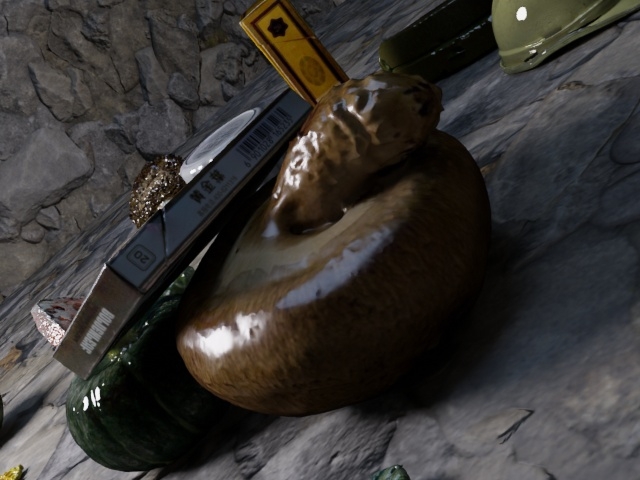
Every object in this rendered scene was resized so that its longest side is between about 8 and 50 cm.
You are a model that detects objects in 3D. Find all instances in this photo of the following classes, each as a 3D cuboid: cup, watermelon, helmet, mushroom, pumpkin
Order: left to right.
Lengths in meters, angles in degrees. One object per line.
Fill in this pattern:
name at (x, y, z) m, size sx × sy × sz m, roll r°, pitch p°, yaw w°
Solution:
watermelon at (-0.462, 0.151, 1.568) m, size 0.187 × 0.139 × 0.071 m, roll -79°, pitch 10°, yaw -65°
pumpkin at (-0.181, 0.148, 0.918) m, size 0.211 × 0.152 × 0.212 m, roll -32°, pitch 33°, yaw 24°
cup at (-0.062, -0.082, 1.193) m, size 0.221 × 0.202 × 0.167 m, roll -46°, pitch 21°, yaw -22°
mushroom at (0.014, 0.020, 0.792) m, size 0.345 × 0.239 × 0.345 m, roll -33°, pitch -5°, yaw -4°
helmet at (0.339, -0.363, 1.214) m, size 0.257 × 0.137 × 0.204 m, roll -27°, pitch 20°, yaw 32°

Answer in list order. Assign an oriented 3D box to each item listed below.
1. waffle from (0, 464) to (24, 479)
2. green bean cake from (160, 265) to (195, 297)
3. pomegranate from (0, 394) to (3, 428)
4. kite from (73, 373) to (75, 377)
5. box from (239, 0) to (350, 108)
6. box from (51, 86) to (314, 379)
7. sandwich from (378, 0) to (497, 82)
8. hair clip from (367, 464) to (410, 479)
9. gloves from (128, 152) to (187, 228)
waffle at (-0.448, 0.348, 1.183) m, size 0.078 × 0.016 × 0.085 m, roll -40°, pitch 17°, yaw -3°
green bean cake at (-0.257, 0.114, 1.270) m, size 0.181 × 0.094 × 0.173 m, roll -43°, pitch 16°, yaw -18°
pomegranate at (-0.630, 0.317, 1.381) m, size 0.214 × 0.214 × 0.248 m, roll -32°, pitch 52°, yaw 21°
kite at (-0.363, 0.186, 1.273) m, size 0.183 × 0.010 × 0.160 m, roll -163°, pitch 84°, yaw -70°
box at (-0.007, -0.264, 1.380) m, size 0.084 × 0.301 × 0.193 m, roll -38°, pitch 16°, yaw 6°
box at (-0.130, -0.015, 0.858) m, size 0.180 × 0.047 × 0.325 m, roll -47°, pitch 3°, yaw 46°
sandwich at (0.240, -0.385, 1.527) m, size 0.212 × 0.109 × 0.292 m, roll -48°, pitch 19°, yaw -27°
hair clip at (-0.026, 0.234, 0.573) m, size 0.229 × 0.036 × 0.066 m, roll -34°, pitch 20°, yaw -9°
gloves at (-0.313, -0.062, 1.767) m, size 0.210 × 0.135 × 0.312 m, roll -53°, pitch 31°, yaw 25°
